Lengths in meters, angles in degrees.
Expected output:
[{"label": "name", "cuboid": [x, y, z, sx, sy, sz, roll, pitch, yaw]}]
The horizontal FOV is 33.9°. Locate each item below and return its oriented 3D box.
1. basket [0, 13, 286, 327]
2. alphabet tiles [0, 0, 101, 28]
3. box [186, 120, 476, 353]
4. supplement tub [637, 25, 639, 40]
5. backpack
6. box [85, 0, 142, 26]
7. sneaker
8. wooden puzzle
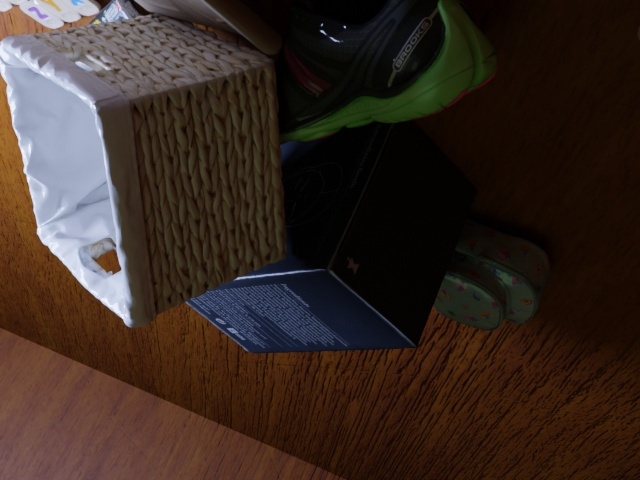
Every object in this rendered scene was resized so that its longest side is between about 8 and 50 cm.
[{"label": "basket", "cuboid": [-0.240, -0.121, 1.449, 0.328, 0.266, 0.331, 33, 136, 46]}, {"label": "alphabet tiles", "cuboid": [-0.478, -0.417, 1.588, 0.278, 0.021, 0.284, 32, 158, -36]}, {"label": "box", "cuboid": [0.000, 0.000, 1.664, 0.395, 0.293, 0.212, -8, 138, 48]}, {"label": "supplement tub", "cuboid": [0.414, -0.212, 1.182, 0.107, 0.071, 0.071, 40, 149, -29]}, {"label": "backpack", "cuboid": [0.274, 0.060, 1.709, 0.188, 0.144, 0.166, 13, 145, 17]}, {"label": "box", "cuboid": [-0.310, -0.315, 1.622, 0.137, 0.027, 0.094, -19, 106, 54]}, {"label": "sneaker", "cuboid": [0.031, -0.250, 1.380, 0.482, 0.185, 0.202, -6, 109, 51]}, {"label": "wooden puzzle", "cuboid": [-0.231, -0.376, 1.315, 0.348, 0.080, 0.322, 30, 177, 43]}]
